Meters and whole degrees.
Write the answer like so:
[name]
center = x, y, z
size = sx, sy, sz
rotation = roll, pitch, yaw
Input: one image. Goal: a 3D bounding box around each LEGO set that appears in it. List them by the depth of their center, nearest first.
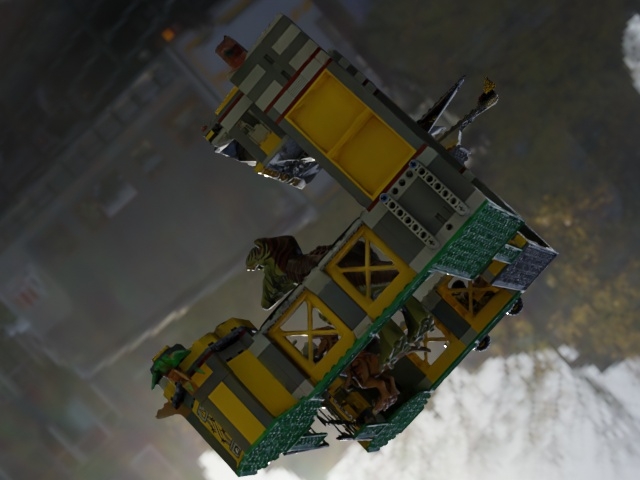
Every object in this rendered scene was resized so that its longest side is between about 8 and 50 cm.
[LEGO set]
center = 0.000, 0.000, 0.843
size = 0.255, 0.192, 0.331
rotation = -52, 160, 17
